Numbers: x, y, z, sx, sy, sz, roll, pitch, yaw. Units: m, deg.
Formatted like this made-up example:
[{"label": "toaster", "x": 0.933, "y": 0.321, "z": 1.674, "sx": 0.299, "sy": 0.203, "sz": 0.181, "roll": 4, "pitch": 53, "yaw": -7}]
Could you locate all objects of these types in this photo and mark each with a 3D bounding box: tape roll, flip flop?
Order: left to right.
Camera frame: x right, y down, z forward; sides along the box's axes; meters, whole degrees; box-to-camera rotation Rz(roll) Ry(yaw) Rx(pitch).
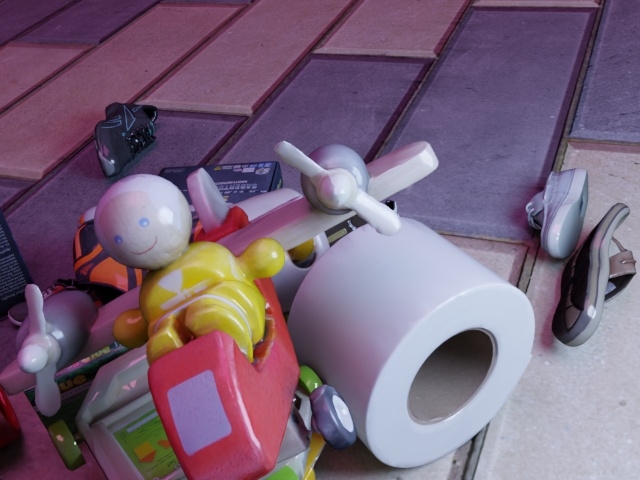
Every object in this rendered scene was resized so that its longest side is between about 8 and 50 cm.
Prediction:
[{"label": "tape roll", "x": 0.104, "y": 0.116, "z": 0.884, "sx": 0.246, "sy": 0.246, "sz": 0.169, "roll": -27, "pitch": 40, "yaw": -22}, {"label": "flip flop", "x": 0.391, "y": 0.051, "z": 1.038, "sx": 0.080, "sy": 0.112, "sz": 0.277, "roll": 29, "pitch": 43, "yaw": 6}]

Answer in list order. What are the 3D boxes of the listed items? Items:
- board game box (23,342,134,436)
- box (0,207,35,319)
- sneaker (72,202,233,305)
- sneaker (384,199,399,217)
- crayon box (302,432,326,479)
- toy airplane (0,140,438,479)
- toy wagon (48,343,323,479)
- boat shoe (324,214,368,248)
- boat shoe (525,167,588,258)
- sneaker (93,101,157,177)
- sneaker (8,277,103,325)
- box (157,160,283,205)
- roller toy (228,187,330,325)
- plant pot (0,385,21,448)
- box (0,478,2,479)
[{"label": "board game box", "x": -0.239, "y": 0.170, "z": 0.978, "sx": 0.259, "sy": 0.136, "sz": 0.030, "roll": -22, "pitch": 51, "yaw": -18}, {"label": "box", "x": -0.549, "y": 0.007, "z": 1.205, "sx": 0.108, "sy": 0.207, "sz": 0.153, "roll": -25, "pitch": 40, "yaw": -21}, {"label": "sneaker", "x": -0.223, "y": 0.042, "z": 1.180, "sx": 0.321, "sy": 0.124, "sz": 0.180, "roll": -2, "pitch": 54, "yaw": -6}, {"label": "sneaker", "x": 0.097, "y": -0.028, "z": 1.247, "sx": 0.040, "sy": 0.044, "sz": 0.109, "roll": 13, "pitch": 44, "yaw": 24}, {"label": "crayon box", "x": -0.137, "y": 0.320, "z": 0.799, "sx": 0.203, "sy": 0.083, "sz": 0.323, "roll": 11, "pitch": 42, "yaw": 25}, {"label": "toy airplane", "x": -0.115, "y": 0.027, "z": 0.748, "sx": 0.384, "sy": 0.272, "sz": 0.386, "roll": 7, "pitch": 54, "yaw": 43}, {"label": "toy wagon", "x": -0.121, "y": 0.217, "z": 0.808, "sx": 0.267, "sy": 0.068, "sz": 0.344, "roll": -29, "pitch": 42, "yaw": -24}, {"label": "boat shoe", "x": 0.000, "y": 0.000, "z": 1.225, "sx": 0.190, "sy": 0.068, "sz": 0.072, "roll": -21, "pitch": 4, "yaw": -4}, {"label": "boat shoe", "x": 0.370, "y": -0.044, "z": 1.191, "sx": 0.081, "sy": 0.079, "sz": 0.227, "roll": 1, "pitch": 32, "yaw": 29}, {"label": "sneaker", "x": -0.405, "y": -0.224, "z": 1.573, "sx": 0.106, "sy": 0.101, "sz": 0.267, "roll": -7, "pitch": 37, "yaw": 0}, {"label": "sneaker", "x": -0.419, "y": 0.086, "z": 1.189, "sx": 0.158, "sy": 0.065, "sz": 0.061, "roll": -15, "pitch": 37, "yaw": -8}, {"label": "box", "x": -0.194, "y": -0.068, "z": 1.350, "sx": 0.232, "sy": 0.059, "sz": 0.183, "roll": -3, "pitch": 38, "yaw": 10}, {"label": "roller toy", "x": -0.067, "y": 0.025, "z": 1.080, "sx": 0.146, "sy": 0.209, "sz": 0.191, "roll": -20, "pitch": 34, "yaw": -19}, {"label": "plant pot", "x": -0.501, "y": 0.209, "z": 0.942, "sx": 0.174, "sy": 0.191, "sz": 0.191, "roll": -29, "pitch": 40, "yaw": -19}, {"label": "box", "x": -0.359, "y": 0.310, "z": 0.691, "sx": 0.143, "sy": 0.270, "sz": 0.165, "roll": 49, "pitch": 53, "yaw": -2}]
